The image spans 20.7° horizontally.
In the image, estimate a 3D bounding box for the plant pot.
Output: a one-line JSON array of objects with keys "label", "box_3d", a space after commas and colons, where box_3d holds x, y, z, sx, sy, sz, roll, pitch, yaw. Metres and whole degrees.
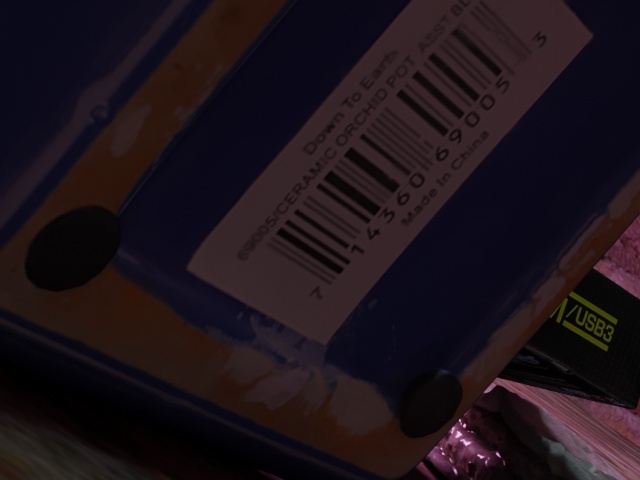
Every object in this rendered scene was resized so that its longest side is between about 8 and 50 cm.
[{"label": "plant pot", "box_3d": [-0.030, -0.082, 0.421, 0.212, 0.236, 0.236, 45, 7, 36]}]

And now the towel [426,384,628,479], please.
[{"label": "towel", "box_3d": [0.138, 0.131, 0.645, 0.187, 0.049, 0.282, 34, 2, -13]}]

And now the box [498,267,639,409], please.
[{"label": "box", "box_3d": [0.000, 0.000, 0.642, 0.191, 0.045, 0.184, 10, -17, 47]}]
